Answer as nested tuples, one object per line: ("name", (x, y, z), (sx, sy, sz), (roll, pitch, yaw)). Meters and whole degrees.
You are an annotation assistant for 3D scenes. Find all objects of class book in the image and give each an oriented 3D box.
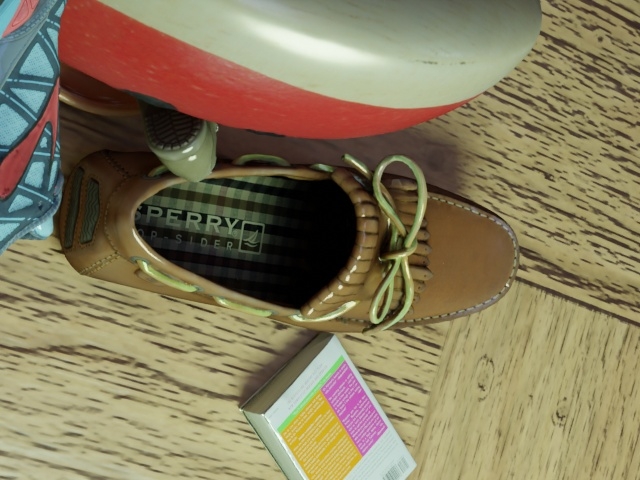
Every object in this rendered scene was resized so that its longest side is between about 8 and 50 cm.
("book", (0.011, 0.158, 1.382), (0.096, 0.035, 0.144), (-44, 117, -26))

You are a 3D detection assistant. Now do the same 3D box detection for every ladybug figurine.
("ladybug figurine", (-0.061, -0.184, 1.120), (0.449, 0.305, 0.162), (17, 125, -23))

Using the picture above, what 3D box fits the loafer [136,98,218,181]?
("loafer", (-0.100, -0.093, 1.186), (0.056, 0.148, 0.050), (-12, 133, 5))

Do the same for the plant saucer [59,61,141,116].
("plant saucer", (-0.147, -0.188, 1.232), (0.200, 0.037, 0.200), (-5, 99, -33))

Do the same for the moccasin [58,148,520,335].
("moccasin", (0.001, -0.003, 1.285), (0.380, 0.147, 0.139), (15, 87, -34))

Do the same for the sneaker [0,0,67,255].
("sneaker", (-0.188, -0.052, 0.911), (0.125, 0.104, 0.261), (48, 56, -44))
